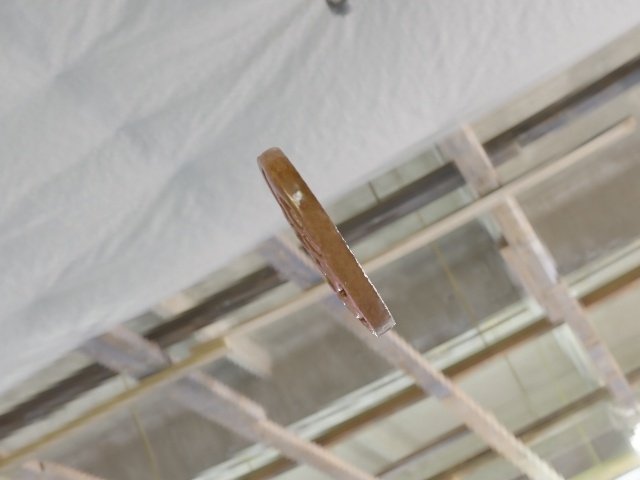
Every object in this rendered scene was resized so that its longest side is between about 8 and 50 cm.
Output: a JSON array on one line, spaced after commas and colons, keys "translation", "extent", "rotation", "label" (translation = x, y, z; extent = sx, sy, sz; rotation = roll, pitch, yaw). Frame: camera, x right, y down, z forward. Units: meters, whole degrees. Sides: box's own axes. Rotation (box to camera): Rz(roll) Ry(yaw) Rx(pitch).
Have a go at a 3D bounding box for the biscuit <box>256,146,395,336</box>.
[{"translation": [0.000, 0.000, 0.546], "extent": [0.015, 0.078, 0.091], "rotation": [-34, -66, -2], "label": "biscuit"}]
